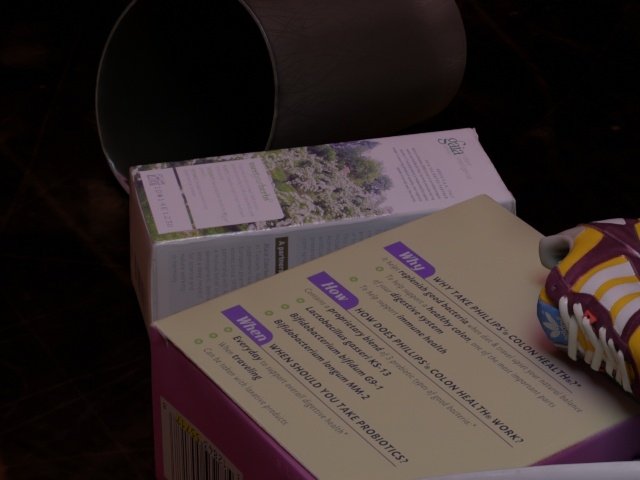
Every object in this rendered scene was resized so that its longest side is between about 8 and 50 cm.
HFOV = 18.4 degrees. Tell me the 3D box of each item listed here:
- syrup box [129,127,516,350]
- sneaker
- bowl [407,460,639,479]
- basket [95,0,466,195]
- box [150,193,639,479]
[{"bbox_3d":[0.000,0.000,1.271,0.236,0.096,0.093,-7,36,-13],"label":"syrup box"},{"bbox_3d":[0.156,0.051,1.024,0.083,0.070,0.185,-5,28,4],"label":"sneaker"},{"bbox_3d":[0.143,0.173,0.778,0.297,0.298,0.134,1,74,-1],"label":"bowl"},{"bbox_3d":[-0.017,-0.122,1.403,0.227,0.204,0.154,-20,77,-43],"label":"basket"},{"bbox_3d":[0.062,0.103,1.098,0.243,0.117,0.213,-22,40,-29],"label":"box"}]
